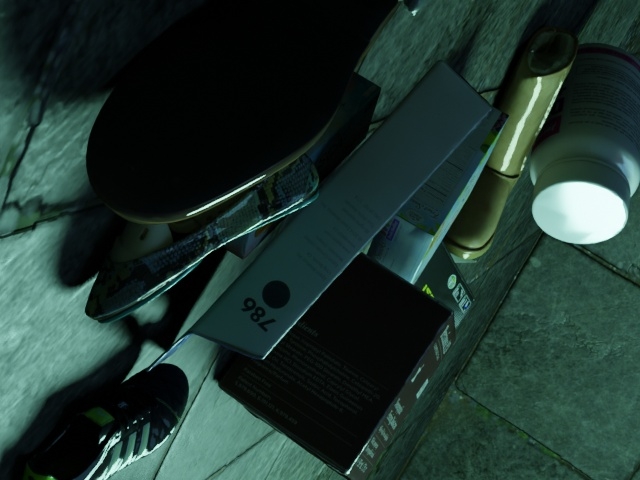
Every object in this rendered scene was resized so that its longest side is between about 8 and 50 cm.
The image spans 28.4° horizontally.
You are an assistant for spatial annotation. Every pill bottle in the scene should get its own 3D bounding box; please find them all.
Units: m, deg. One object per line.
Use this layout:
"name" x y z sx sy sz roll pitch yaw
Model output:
"pill bottle" 0.393 -0.143 1.861 0.160 0.160 0.283 105 1 -51

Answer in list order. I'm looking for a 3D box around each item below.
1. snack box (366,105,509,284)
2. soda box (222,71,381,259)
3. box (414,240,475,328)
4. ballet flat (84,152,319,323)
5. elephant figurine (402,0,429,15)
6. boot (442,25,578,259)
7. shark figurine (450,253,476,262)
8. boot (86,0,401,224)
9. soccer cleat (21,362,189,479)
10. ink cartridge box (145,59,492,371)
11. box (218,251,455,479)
"snack box" 0.128 -0.046 1.483 0.207 0.070 0.174 -57 172 -34
"soda box" -0.027 -0.068 0.993 0.183 0.058 0.063 -47 163 -38
"box" 0.113 0.092 1.684 0.190 0.045 0.184 -51 138 -19
"ballet flat" -0.091 -0.017 0.873 0.188 0.070 0.070 -33 160 -13
"elephant figurine" 0.071 -0.284 0.733 0.169 0.186 0.239 -21 160 14
"boot" 0.253 -0.136 1.748 0.236 0.089 0.269 -61 174 -46
"shark figurine" 0.135 0.128 1.860 0.278 0.116 0.166 -57 167 7
"boot" -0.042 -0.092 0.819 0.305 0.112 0.115 -49 174 -38
"soccer cleat" -0.165 0.149 1.004 0.179 0.060 0.072 -42 158 -39
"ink cartridge box" 0.000 0.000 1.041 0.332 0.065 0.165 -46 180 1
"box" 0.023 0.131 1.368 0.203 0.167 0.168 -55 166 -8
